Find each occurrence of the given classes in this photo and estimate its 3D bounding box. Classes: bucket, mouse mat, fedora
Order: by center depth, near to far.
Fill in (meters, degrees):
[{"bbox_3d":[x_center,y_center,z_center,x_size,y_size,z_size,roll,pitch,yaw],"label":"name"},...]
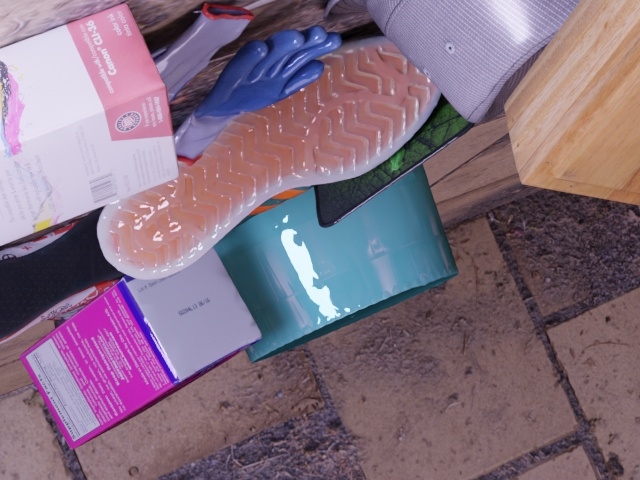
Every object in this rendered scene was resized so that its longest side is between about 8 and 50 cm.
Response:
[{"bbox_3d":[0.135,-0.157,1.178,0.243,0.124,0.275,-20,174,-24],"label":"fedora"},{"bbox_3d":[0.053,-0.094,1.424,0.152,0.007,0.190,-35,-155,14],"label":"mouse mat"},{"bbox_3d":[0.000,0.000,1.833,0.281,0.183,0.281,-23,175,-2],"label":"bucket"}]

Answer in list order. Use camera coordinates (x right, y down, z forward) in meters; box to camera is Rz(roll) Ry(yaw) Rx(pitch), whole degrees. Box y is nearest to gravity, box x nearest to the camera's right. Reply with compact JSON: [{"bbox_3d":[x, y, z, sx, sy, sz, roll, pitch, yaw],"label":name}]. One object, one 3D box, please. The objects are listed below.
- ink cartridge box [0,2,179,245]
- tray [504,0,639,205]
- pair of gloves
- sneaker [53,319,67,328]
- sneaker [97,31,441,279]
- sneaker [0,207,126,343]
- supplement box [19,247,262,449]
[{"bbox_3d":[-0.189,-0.053,1.031,0.198,0.067,0.115,-22,156,-11],"label":"ink cartridge box"},{"bbox_3d":[0.291,-0.160,0.987,0.203,0.076,0.411,9,141,-22],"label":"tray"},{"bbox_3d":[-0.081,-0.100,1.169,0.159,0.023,0.198,-39,160,28],"label":"pair of gloves"},{"bbox_3d":[-0.170,0.035,2.014,0.300,0.111,0.121,-27,166,-16],"label":"sneaker"},{"bbox_3d":[-0.044,-0.080,1.404,0.302,0.108,0.121,-29,-166,6],"label":"sneaker"},{"bbox_3d":[-0.296,0.055,1.660,0.270,0.090,0.145,-23,173,-22],"label":"sneaker"},{"bbox_3d":[-0.175,0.101,1.662,0.111,0.114,0.220,-27,177,-41],"label":"supplement box"}]
